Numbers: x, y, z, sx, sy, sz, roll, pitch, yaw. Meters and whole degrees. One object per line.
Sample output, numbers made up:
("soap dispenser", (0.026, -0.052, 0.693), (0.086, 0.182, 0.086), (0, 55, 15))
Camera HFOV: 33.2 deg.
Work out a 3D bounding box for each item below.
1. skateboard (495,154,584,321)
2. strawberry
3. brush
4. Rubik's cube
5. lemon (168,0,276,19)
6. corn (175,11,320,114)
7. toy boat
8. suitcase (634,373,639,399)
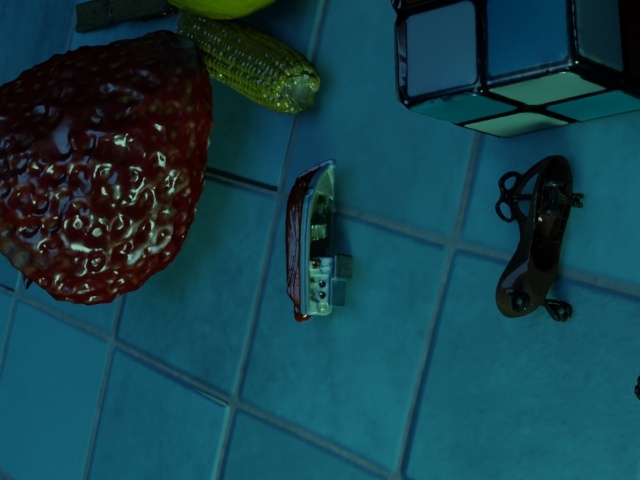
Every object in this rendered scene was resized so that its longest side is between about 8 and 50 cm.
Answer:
("skateboard", (0.190, -0.003, 0.971), (0.080, 0.067, 0.151), (7, 84, 53))
("strawberry", (-0.278, -0.092, 1.255), (0.292, 0.291, 0.310), (52, 144, 34))
("brush", (-0.262, -0.309, 1.443), (0.248, 0.036, 0.043), (2, 82, 50))
("Rubik's cube", (0.179, -0.199, 0.926), (0.183, 0.167, 0.180), (-12, 78, 42))
("lemon", (-0.103, -0.347, 1.188), (0.231, 0.192, 0.192), (-40, 57, 8))
("corn", (-0.088, -0.209, 1.236), (0.238, 0.080, 0.080), (36, 109, 38))
("toy boat", (0.000, 0.000, 1.135), (0.058, 0.069, 0.173), (-2, 85, 22))
("suitcase", (0.403, 0.073, 0.701), (0.335, 0.152, 0.230), (25, 100, 44))
